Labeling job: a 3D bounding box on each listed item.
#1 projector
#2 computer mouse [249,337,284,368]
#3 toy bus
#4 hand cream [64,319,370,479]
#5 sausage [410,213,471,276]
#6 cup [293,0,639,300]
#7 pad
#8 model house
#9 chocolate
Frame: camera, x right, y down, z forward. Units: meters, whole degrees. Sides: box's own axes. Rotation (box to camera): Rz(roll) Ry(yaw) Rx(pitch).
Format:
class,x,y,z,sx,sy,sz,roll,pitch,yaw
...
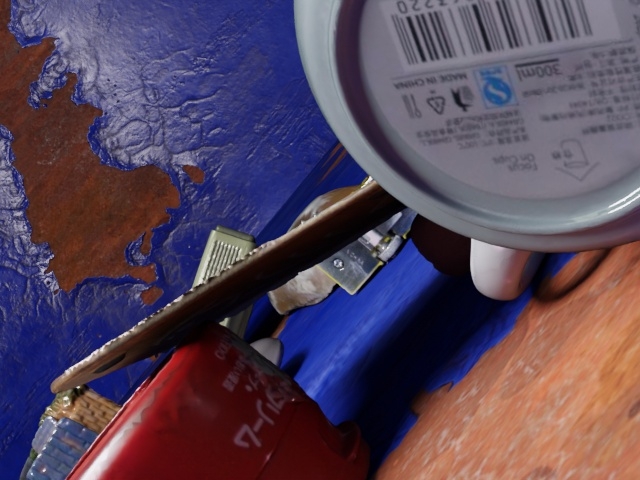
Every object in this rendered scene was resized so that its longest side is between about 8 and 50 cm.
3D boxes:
class,x,y,z,sx,sy,sz,roll,pitch,yaw
projector,-0.132,0.094,1.742,0.269,0.088,0.194,106,-179,-80
computer mouse,-0.112,0.195,1.334,0.232,0.057,0.120,-49,5,-16
toy bus,0.081,-0.048,1.323,0.226,0.081,0.074,-51,0,21
hand cream,-0.089,0.175,0.853,0.230,0.149,0.230,-52,4,6
sausage,0.130,-0.038,0.940,0.154,0.062,0.062,-47,6,30
cup,0.130,-0.114,0.712,0.274,0.259,0.357,-57,-22,-47
pad,-0.034,0.018,0.918,0.284,0.018,0.286,-32,-5,12
model house,-0.275,0.294,1.483,0.183,0.166,0.172,-60,6,19
chocolate,-0.002,0.000,1.601,0.157,0.080,0.254,-53,6,-18
